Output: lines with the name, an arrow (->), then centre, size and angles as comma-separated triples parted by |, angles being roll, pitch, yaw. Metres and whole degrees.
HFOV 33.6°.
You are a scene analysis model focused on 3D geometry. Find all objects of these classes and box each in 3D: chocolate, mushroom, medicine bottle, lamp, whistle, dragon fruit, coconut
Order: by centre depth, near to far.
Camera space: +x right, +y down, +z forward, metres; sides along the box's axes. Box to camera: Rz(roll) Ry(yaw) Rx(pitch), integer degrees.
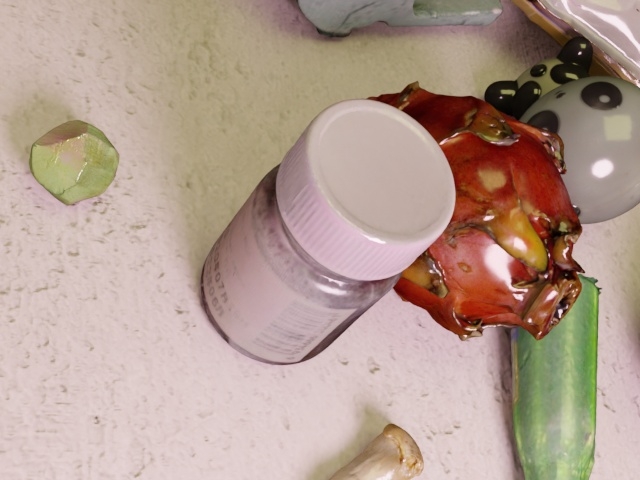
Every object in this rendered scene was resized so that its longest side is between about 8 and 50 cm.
medicine bottle -> 0.000, 0.000, 1.016 | 0.165, 0.273, 0.165 | 13, 56, -21
mushroom -> 0.026, 0.255, 1.027 | 0.202, 0.054, 0.059 | -36, 79, -31
coconut -> -0.244, -0.078, 1.061 | 0.082, 0.081, 0.083 | -8, 79, 7
dragon fruit -> 0.151, -0.035, 1.139 | 0.315, 0.250, 0.250 | 21, 42, 35
chocolate -> 0.257, 0.178, 1.162 | 0.110, 0.110, 0.291 | 18, 59, -17
lamp -> 0.321, -0.134, 1.324 | 0.197, 0.198, 0.244 | 3, 44, -26
whistle -> 0.073, -0.360, 1.352 | 0.404, 0.188, 0.168 | 22, 42, -55

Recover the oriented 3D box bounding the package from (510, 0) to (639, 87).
package -> 0.403, -0.275, 1.460 | 0.311, 0.221, 0.165 | 35, 78, -8
